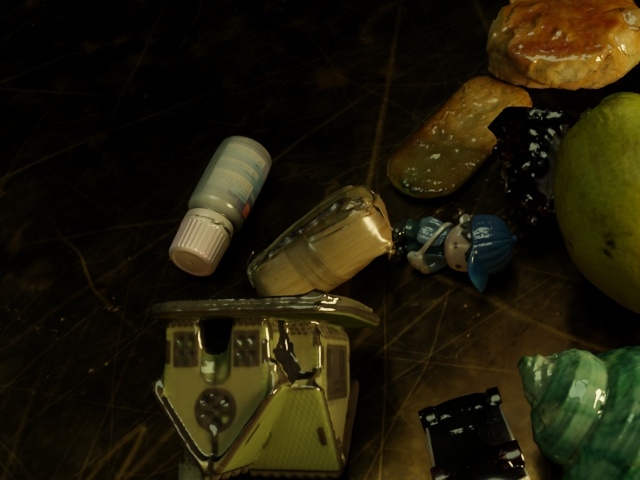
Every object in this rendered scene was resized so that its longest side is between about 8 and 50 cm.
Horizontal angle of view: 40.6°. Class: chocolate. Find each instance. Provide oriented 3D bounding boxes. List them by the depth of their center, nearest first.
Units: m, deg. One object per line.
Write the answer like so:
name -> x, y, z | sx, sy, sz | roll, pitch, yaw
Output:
chocolate -> 0.264, -0.070, 1.038 | 0.156, 0.156, 0.133 | 11, 73, 27

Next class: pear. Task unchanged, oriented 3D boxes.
pear -> 0.359, -0.030, 0.905 | 0.212, 0.212, 0.269 | -36, 85, -13

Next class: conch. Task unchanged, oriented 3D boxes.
conch -> 0.274, 0.181, 0.808 | 0.202, 0.134, 0.196 | 31, 64, 36

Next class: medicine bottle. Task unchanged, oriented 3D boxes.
medicine bottle -> -0.138, -0.048, 1.184 | 0.083, 0.083, 0.203 | 7, 52, 24

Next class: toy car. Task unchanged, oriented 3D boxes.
toy car -> 0.155, 0.225, 0.835 | 0.089, 0.108, 0.209 | -20, 12, 6

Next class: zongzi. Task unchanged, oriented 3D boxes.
zongzi -> 0.000, 0.000, 1.105 | 0.194, 0.099, 0.197 | -33, 15, 8

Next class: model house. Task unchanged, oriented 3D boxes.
model house -> -0.052, 0.203, 0.907 | 0.218, 0.205, 0.278 | -4, 79, 17

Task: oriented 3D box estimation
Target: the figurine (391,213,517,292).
figurine -> 0.160, 0.009, 1.047 | 0.149, 0.086, 0.087 | 9, 29, 39

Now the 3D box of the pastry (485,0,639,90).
pastry -> 0.339, -0.289, 1.213 | 0.218, 0.100, 0.229 | -9, 47, 7

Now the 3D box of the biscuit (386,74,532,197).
biscuit -> 0.192, -0.143, 1.191 | 0.118, 0.029, 0.247 | 31, 64, 32
